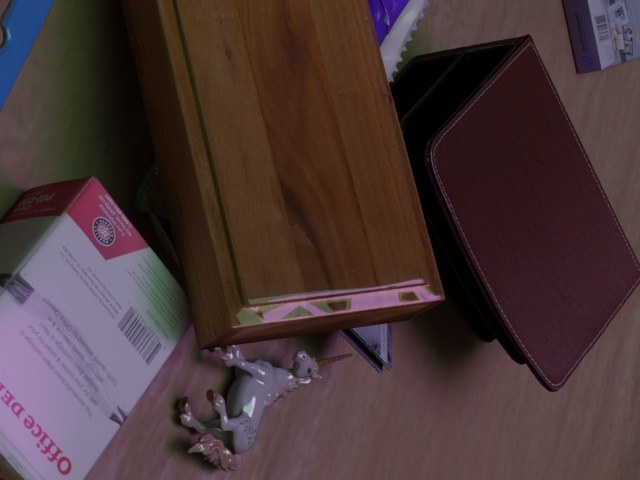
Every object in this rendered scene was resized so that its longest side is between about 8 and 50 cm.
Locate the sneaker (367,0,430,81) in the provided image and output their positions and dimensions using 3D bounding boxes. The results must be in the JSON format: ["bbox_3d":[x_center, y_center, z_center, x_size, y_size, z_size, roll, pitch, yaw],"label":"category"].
[{"bbox_3d":[0.011,-0.225,1.550,0.146,0.102,0.293,38,57,-28],"label":"sneaker"}]

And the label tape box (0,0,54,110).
[{"bbox_3d":[-0.355,-0.217,1.151,0.334,0.106,0.240,42,57,-36],"label":"label tape box"}]

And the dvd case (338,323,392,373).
[{"bbox_3d":[0.000,0.000,1.522,0.221,0.018,0.164,47,28,-33],"label":"dvd case"}]

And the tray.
[{"bbox_3d":[-0.043,-0.126,1.387,0.203,0.076,0.411,-6,76,-29],"label":"tray"}]

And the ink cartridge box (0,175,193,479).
[{"bbox_3d":[-0.216,0.082,1.277,0.158,0.092,0.218,55,48,-28],"label":"ink cartridge box"}]

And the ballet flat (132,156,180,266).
[{"bbox_3d":[-0.093,0.008,1.449,0.067,0.073,0.206,-47,120,-7],"label":"ballet flat"}]

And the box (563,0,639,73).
[{"bbox_3d":[0.358,-0.287,1.970,0.186,0.038,0.145,-21,101,-45],"label":"box"}]

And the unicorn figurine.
[{"bbox_3d":[-0.062,0.134,1.468,0.111,0.060,0.162,43,73,-36],"label":"unicorn figurine"}]

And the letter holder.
[{"bbox_3d":[0.164,-0.015,1.654,0.214,0.152,0.302,-48,119,-36],"label":"letter holder"}]
